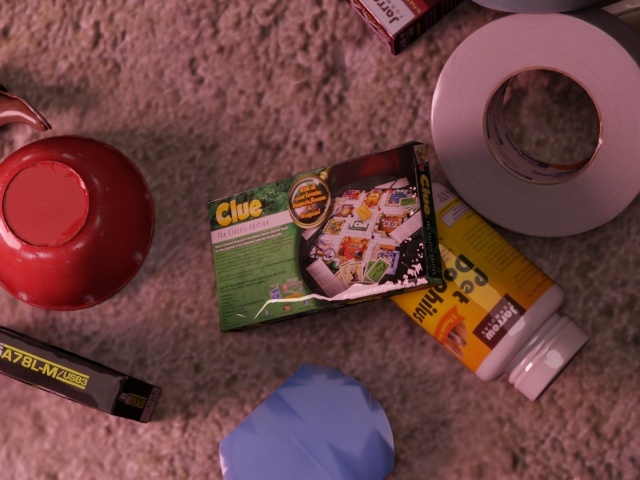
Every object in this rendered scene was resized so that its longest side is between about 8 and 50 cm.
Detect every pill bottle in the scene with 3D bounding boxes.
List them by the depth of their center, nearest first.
[{"bbox_3d":[0.149,0.052,1.852,0.215,0.117,0.117,41,85,10],"label":"pill bottle"}]

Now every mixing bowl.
[{"bbox_3d":[-0.260,-0.026,1.907,0.181,0.098,0.181,-1,81,4],"label":"mixing bowl"}]

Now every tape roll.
[{"bbox_3d":[0.219,-0.117,1.850,0.219,0.072,0.219,6,109,18],"label":"tape roll"}]

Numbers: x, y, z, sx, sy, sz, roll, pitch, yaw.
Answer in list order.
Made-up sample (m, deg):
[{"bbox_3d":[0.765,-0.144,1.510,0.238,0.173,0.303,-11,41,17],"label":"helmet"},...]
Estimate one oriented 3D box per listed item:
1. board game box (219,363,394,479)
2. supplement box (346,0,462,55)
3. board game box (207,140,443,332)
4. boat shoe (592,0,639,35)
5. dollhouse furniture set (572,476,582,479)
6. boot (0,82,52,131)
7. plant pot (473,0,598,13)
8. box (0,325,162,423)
[{"bbox_3d":[-0.010,0.206,1.882,0.169,0.033,0.133,-43,85,1],"label":"board game box"},{"bbox_3d":[0.123,-0.313,1.942,0.239,0.073,0.130,-40,81,-3],"label":"supplement box"},{"bbox_3d":[0.000,0.000,1.845,0.260,0.030,0.136,-14,79,38],"label":"board game box"},{"bbox_3d":[0.352,-0.268,1.871,0.324,0.116,0.096,-19,78,23],"label":"boat shoe"},{"bbox_3d":[0.229,0.279,1.832,0.081,0.091,0.114,41,88,25],"label":"dollhouse furniture set"},{"bbox_3d":[-0.338,-0.100,1.952,0.106,0.037,0.114,33,80,28],"label":"boot"},{"bbox_3d":[0.199,-0.321,1.788,0.290,0.290,0.195,-1,116,4],"label":"plant pot"},{"bbox_3d":[-0.255,0.120,1.834,0.184,0.190,0.045,22,85,9],"label":"box"}]
